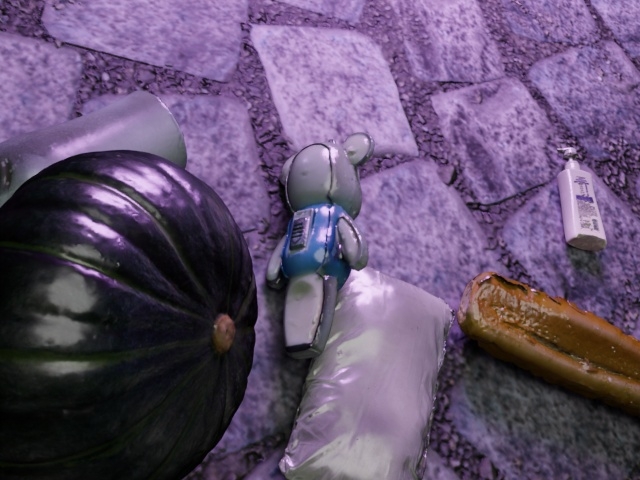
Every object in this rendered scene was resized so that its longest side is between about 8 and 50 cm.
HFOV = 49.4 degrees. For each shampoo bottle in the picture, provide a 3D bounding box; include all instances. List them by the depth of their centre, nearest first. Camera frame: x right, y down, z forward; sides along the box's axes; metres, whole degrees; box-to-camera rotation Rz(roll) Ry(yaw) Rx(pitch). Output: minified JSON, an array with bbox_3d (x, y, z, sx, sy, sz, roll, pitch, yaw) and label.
[{"bbox_3d":[0.313,-0.054,0.846,0.049,0.034,0.141,8,60,-9],"label":"shampoo bottle"}]

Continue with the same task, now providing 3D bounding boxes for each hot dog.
[{"bbox_3d":[0.268,0.117,0.716,0.289,0.068,0.083,26,79,-12],"label":"hot dog"}]

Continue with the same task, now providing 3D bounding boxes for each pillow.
[{"bbox_3d":[0.051,0.128,0.631,0.128,0.051,0.229,25,55,-9],"label":"pillow"}]

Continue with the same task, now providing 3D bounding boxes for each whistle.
[{"bbox_3d":[0.000,0.000,0.657,0.077,0.114,0.236,42,44,-45],"label":"whistle"}]

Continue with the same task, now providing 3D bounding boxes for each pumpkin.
[{"bbox_3d":[-0.156,0.059,0.478,0.216,0.250,0.250,6,59,3],"label":"pumpkin"}]

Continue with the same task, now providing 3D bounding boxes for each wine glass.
[{"bbox_3d":[-0.226,-0.045,0.585,0.103,0.103,0.231,46,54,7],"label":"wine glass"}]
